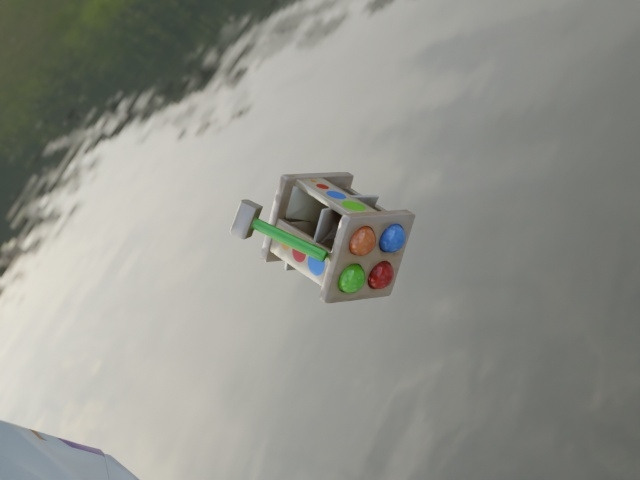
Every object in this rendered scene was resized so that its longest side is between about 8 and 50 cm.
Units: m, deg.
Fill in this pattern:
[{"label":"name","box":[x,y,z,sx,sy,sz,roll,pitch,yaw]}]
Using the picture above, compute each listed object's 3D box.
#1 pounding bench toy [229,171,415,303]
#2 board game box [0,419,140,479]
[{"label":"pounding bench toy","box":[0.000,0.000,0.714,0.065,0.083,0.052,34,118,40]},{"label":"board game box","box":[-0.141,0.209,0.431,0.144,0.142,0.275,31,87,32]}]
